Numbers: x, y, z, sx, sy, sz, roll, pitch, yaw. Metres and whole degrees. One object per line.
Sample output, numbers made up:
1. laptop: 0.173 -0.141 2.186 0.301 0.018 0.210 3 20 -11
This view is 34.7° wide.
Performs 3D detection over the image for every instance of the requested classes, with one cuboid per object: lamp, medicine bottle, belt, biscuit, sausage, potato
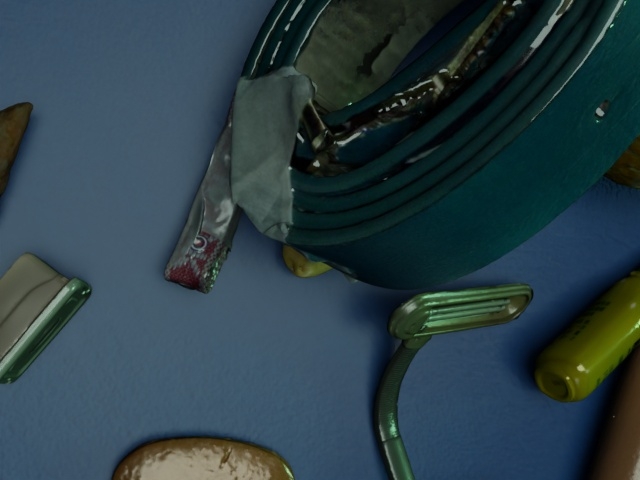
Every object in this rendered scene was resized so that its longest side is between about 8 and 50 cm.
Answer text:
1. lamp: 0.150 0.185 1.043 0.203 0.124 0.283 -10 89 -32
2. medicine bottle: 0.330 0.069 1.077 0.260 0.095 0.064 -40 81 -19
3. belt: -0.089 -0.061 1.003 0.053 0.071 0.232 20 82 -4
4. belt: 0.112 -0.155 0.880 0.436 0.173 0.300 -41 53 13
5. biscuit: -0.121 0.290 1.008 0.186 0.036 0.192 8 89 -13
6. sausage: 0.331 0.235 1.076 0.086 0.086 0.289 20 87 -11
7. potato: 0.000 0.000 1.021 0.068 0.062 0.083 38 52 17

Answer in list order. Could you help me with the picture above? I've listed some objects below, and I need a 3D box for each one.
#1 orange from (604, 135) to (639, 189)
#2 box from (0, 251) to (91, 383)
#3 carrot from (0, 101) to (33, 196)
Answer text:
1. orange: 0.364 -0.202 0.988 0.329 0.249 0.329 0 87 5
2. box: -0.278 0.071 0.952 0.062 0.089 0.122 39 82 2
3. carrot: -0.354 -0.030 0.932 0.102 0.102 0.263 41 81 -9
